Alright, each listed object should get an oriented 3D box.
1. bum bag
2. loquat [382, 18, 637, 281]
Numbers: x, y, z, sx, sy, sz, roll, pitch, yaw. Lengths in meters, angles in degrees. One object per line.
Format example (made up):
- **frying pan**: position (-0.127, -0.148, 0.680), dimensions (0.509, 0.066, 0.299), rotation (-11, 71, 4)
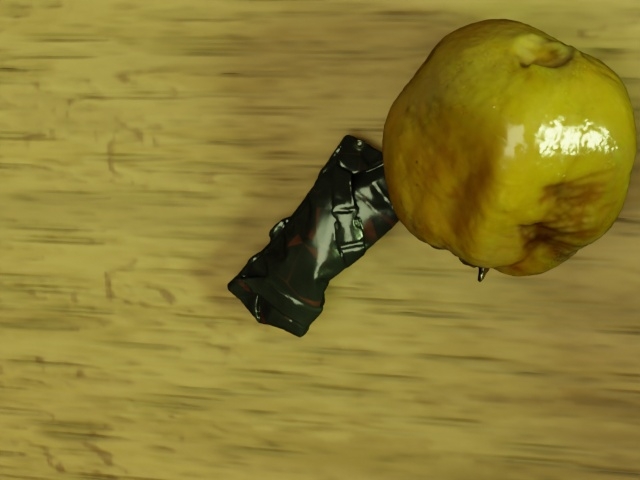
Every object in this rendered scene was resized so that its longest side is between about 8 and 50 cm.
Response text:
- **bum bag**: position (0.000, 0.000, 1.006), dimensions (0.058, 0.034, 0.124), rotation (46, 113, 13)
- **loquat**: position (0.095, -0.044, 0.922), dimensions (0.137, 0.113, 0.137), rotation (8, 121, 14)
